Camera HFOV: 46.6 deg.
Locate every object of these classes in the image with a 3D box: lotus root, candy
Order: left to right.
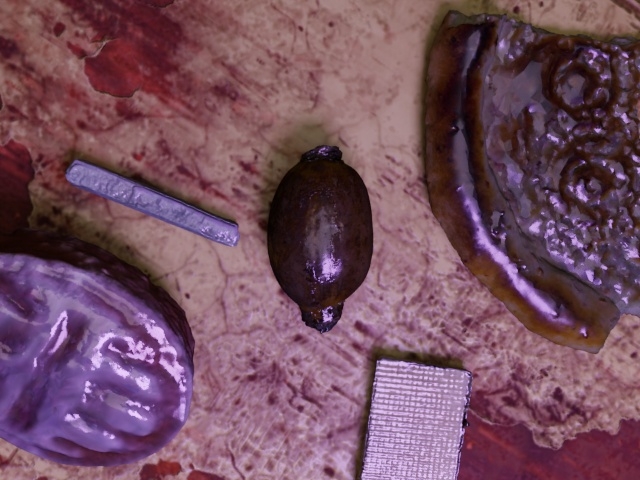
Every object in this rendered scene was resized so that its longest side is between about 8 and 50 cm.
[{"bbox_3d":[-0.269,0.110,0.785,0.289,0.157,0.214,32,104,-12],"label":"candy"},{"bbox_3d":[0.000,0.000,0.826,0.120,0.120,0.210,0,92,-5],"label":"lotus root"}]

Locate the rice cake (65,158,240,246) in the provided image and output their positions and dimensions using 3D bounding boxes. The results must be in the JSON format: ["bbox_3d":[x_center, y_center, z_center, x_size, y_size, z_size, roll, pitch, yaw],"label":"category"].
[{"bbox_3d":[-0.188,-0.042,0.845,0.207,0.033,0.033,22,89,-6],"label":"rice cake"}]

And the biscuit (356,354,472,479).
[{"bbox_3d":[0.109,0.242,0.883,0.121,0.040,0.200,9,91,-3],"label":"biscuit"}]

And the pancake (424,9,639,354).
[{"bbox_3d":[0.274,-0.070,0.870,0.304,0.067,0.427,-8,92,-6],"label":"pancake"}]
